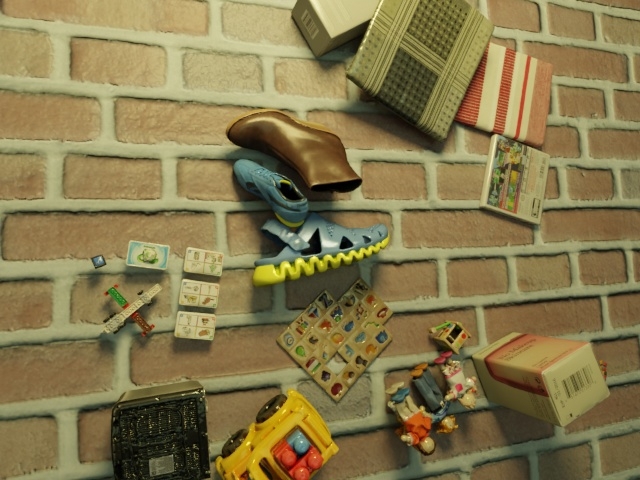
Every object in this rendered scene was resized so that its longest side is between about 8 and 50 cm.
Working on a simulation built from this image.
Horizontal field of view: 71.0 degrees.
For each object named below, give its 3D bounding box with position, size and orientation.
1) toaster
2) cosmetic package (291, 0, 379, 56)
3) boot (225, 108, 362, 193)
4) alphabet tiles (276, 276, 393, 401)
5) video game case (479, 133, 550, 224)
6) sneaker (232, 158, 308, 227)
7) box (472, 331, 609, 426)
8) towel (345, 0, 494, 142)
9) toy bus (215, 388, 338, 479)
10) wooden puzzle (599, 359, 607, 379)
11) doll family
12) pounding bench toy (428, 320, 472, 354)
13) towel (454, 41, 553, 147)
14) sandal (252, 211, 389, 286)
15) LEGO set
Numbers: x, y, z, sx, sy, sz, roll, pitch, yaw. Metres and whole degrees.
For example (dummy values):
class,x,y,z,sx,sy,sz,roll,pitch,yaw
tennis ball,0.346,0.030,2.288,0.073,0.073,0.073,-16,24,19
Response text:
class,x,y,z,sx,sy,sz,roll,pitch,yaw
toaster,-0.298,0.362,0.828,0.186,0.110,0.167,-5,86,-19
cosmetic package,0.069,-0.544,1.042,0.238,0.107,0.127,-33,96,-21
boot,-0.054,-0.179,0.923,0.249,0.090,0.206,-4,47,-25
alphabet tiles,0.050,0.206,1.011,0.237,0.009,0.198,-45,98,-17
video game case,0.517,-0.159,1.191,0.184,0.023,0.201,15,81,-16
sneaker,-0.100,-0.118,0.917,0.069,0.082,0.209,-31,63,-34
box,0.491,0.305,1.026,0.149,0.232,0.126,-22,92,-19
towel,0.239,-0.445,1.056,0.313,0.056,0.323,25,89,-24
toy bus,-0.076,0.410,0.838,0.220,0.211,0.149,-39,93,-15
wooden puzzle,0.761,0.368,1.228,0.050,0.006,0.083,18,80,-16
doll family,0.244,0.378,1.018,0.263,0.118,0.163,-25,86,-37
pounding bench toy,0.305,0.217,1.069,0.083,0.052,0.065,45,73,-9
towel,0.463,-0.398,1.191,0.330,0.037,0.236,12,83,-15
sandal,0.000,0.000,0.958,0.318,0.126,0.138,-13,85,-20
LEGO set,-0.327,0.098,0.889,0.245,0.060,0.182,10,77,-25
